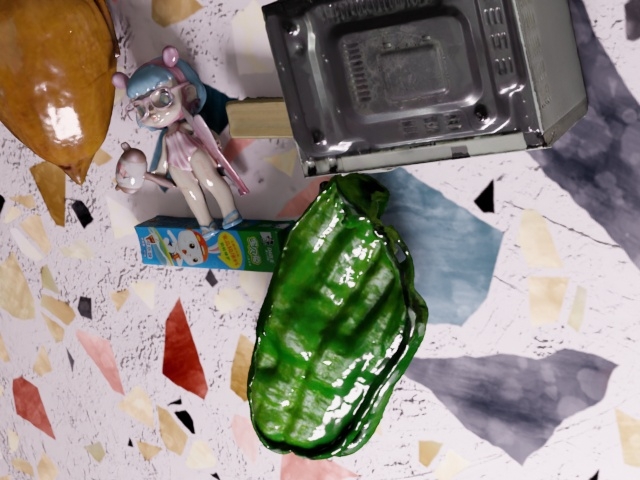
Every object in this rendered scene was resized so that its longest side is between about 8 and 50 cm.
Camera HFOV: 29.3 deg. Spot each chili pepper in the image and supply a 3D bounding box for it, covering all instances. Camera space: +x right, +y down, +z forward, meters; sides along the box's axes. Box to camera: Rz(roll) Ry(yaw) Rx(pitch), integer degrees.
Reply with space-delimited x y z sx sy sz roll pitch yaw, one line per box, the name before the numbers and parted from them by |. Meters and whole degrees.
chili pepper | 0.033 0.105 1.585 0.213 0.167 0.385 21 111 11

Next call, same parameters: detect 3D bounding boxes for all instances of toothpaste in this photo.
toothpaste | -0.148 0.003 1.738 0.267 0.050 0.065 3 110 35

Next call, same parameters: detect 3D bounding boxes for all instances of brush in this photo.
brush | 0.009 -0.159 1.551 0.282 0.048 0.054 2 115 28

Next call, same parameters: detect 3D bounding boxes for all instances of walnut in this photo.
walnut | -0.380 -0.233 1.702 0.209 0.209 0.336 4 114 36

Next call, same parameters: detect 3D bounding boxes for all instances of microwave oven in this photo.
microwave oven | 0.111 -0.198 1.343 0.295 0.181 0.237 -5 108 32

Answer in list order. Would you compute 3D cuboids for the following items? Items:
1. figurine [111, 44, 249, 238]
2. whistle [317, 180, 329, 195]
figurine | -0.198 -0.124 1.676 0.205 0.103 0.260 -22 97 35
whistle | 0.000 0.000 1.637 0.033 0.033 0.176 26 124 25
